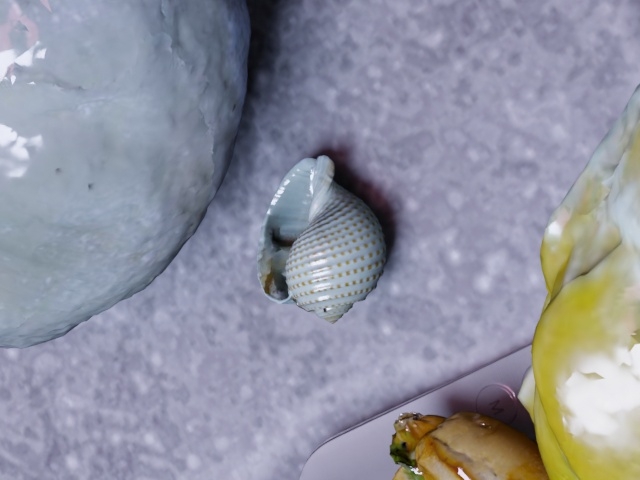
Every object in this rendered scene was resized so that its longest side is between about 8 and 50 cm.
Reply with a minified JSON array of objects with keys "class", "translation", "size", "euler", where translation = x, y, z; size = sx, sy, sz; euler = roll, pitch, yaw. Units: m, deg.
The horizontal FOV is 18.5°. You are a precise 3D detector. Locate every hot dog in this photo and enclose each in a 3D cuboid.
[{"class":"hot dog","translation":[0.131,0.171,0.975],"size":[0.250,0.076,0.104],"euler":[44,140,12]}]

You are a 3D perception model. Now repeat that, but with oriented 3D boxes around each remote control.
[{"class":"remote control","translation":[0.089,0.107,1.032],"size":[0.245,0.022,0.077],"euler":[-28,81,29]}]

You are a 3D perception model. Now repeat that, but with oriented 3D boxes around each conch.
[{"class":"conch","translation":[0.003,0.002,1.051],"size":[0.076,0.057,0.085],"euler":[-12,59,47]}]

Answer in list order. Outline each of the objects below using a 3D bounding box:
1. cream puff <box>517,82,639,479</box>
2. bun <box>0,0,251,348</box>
[{"class":"cream puff","translation":[0.263,0.015,0.758],"size":[0.275,0.378,0.378],"euler":[32,110,22]},{"class":"bun","translation":[-0.207,-0.107,1.046],"size":[0.362,0.211,0.362],"euler":[21,120,40]}]
